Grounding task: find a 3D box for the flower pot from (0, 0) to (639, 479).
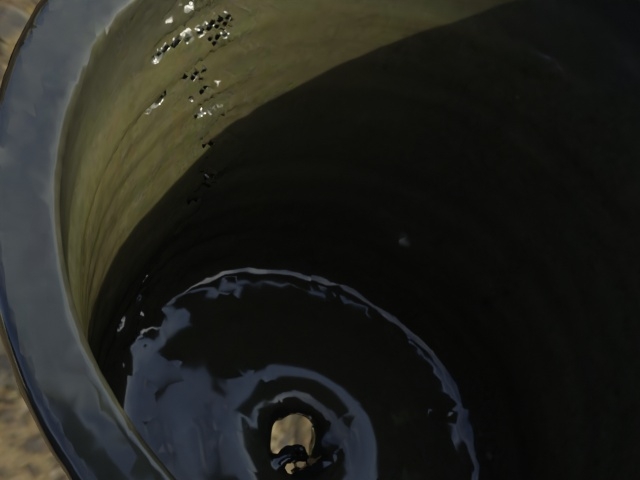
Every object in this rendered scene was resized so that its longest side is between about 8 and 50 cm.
[{"bbox_3d":[0.015,0.030,0.482,0.235,0.148,0.235,9,59,-16],"label":"flower pot"}]
